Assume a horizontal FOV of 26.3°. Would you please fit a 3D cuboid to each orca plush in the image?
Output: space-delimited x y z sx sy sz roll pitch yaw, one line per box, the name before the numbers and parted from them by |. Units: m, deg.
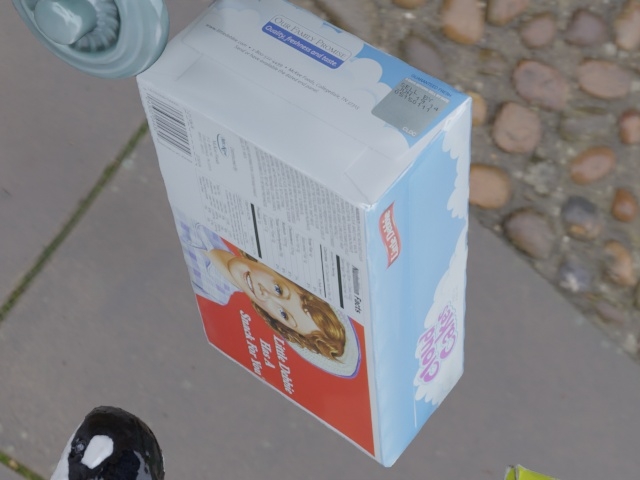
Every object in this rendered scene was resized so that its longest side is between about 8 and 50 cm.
orca plush | -0.153 0.258 0.954 0.151 0.102 0.287 35 63 -29

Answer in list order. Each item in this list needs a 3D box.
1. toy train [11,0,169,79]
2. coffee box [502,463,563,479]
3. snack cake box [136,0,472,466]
toy train | -0.059 -0.195 0.496 0.190 0.334 0.142 48 53 -10
coffee box | 0.244 0.427 1.015 0.334 0.337 0.338 86 24 -51
snack cake box | 0.000 0.000 0.772 0.089 0.152 0.264 -47 154 -25
